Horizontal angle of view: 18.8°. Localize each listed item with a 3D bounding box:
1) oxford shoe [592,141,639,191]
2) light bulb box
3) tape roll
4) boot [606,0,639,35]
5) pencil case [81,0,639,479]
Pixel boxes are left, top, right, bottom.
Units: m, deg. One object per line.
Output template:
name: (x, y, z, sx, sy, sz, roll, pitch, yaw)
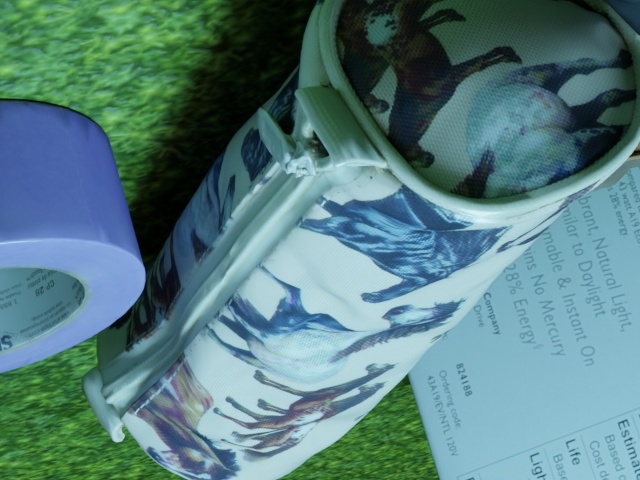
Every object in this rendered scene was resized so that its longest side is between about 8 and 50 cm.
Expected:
oxford shoe: (0.194, -0.088, 1.092, 0.212, 0.076, 0.076, -19, 123, -21)
light bulb box: (0.273, 0.112, 1.248, 0.361, 0.358, 0.225, -23, 161, 18)
tape roll: (-0.191, 0.007, 1.005, 0.189, 0.080, 0.189, -14, 159, -6)
boot: (0.285, -0.171, 0.817, 0.367, 0.146, 0.445, -18, 158, 31)
pencil case: (0.000, 0.000, 1.023, 0.183, 0.160, 0.410, -7, 157, -27)
